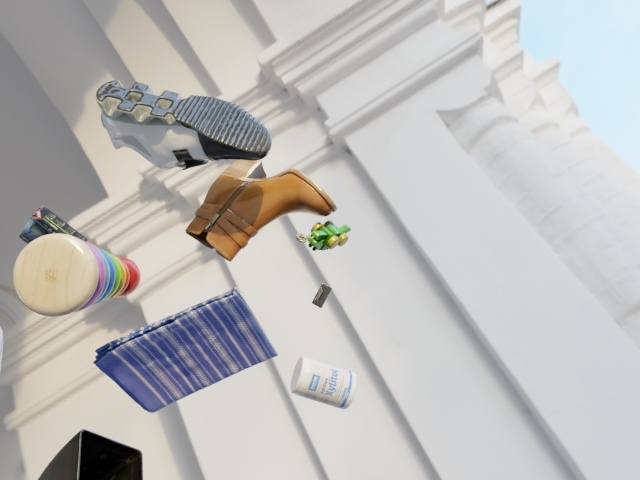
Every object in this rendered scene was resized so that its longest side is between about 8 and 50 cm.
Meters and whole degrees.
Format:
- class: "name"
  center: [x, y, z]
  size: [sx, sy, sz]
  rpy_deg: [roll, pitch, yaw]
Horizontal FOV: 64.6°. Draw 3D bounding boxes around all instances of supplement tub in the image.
- class: "supplement tub"
  center: [0.006, 0.257, 0.914]
  size: [0.107, 0.071, 0.071]
  rpy_deg: [20, -45, -11]

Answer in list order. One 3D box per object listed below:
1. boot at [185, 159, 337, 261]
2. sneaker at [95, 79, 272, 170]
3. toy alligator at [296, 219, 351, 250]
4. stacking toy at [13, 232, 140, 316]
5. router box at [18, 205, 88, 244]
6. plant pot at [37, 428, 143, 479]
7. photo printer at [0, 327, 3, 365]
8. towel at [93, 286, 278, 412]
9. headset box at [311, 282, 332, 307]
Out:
- class: "boot"
  center: [-0.128, -0.052, 1.039]
  size: [0.220, 0.283, 0.109]
  rpy_deg: [-56, -22, -20]
- class: "sneaker"
  center: [-0.254, -0.195, 0.972]
  size: [0.330, 0.123, 0.146]
  rpy_deg: [16, -44, 3]
- class: "toy alligator"
  center: [0.000, 0.000, 1.015]
  size: [0.189, 0.056, 0.051]
  rpy_deg: [-15, -39, -55]
- class: "stacking toy"
  center: [-0.444, 0.075, 0.997]
  size: [0.141, 0.141, 0.330]
  rpy_deg: [-29, -6, -3]
- class: "router box"
  center: [-0.599, -0.005, 1.134]
  size: [0.092, 0.122, 0.038]
  rpy_deg: [-40, 16, 31]
- class: "plant pot"
  center: [-0.518, 0.560, 1.109]
  size: [0.166, 0.188, 0.187]
  rpy_deg: [-32, -46, 10]
- class: "photo printer"
  center: [-0.821, 0.308, 1.012]
  size: [0.307, 0.256, 0.107]
  rpy_deg: [-14, -35, -6]
- class: "towel"
  center: [-0.287, 0.255, 1.118]
  size: [0.335, 0.040, 0.243]
  rpy_deg: [-24, -51, -1]
- class: "headset box"
  center: [0.003, 0.149, 1.362]
  size: [0.062, 0.032, 0.083]
  rpy_deg: [-62, -4, -5]
